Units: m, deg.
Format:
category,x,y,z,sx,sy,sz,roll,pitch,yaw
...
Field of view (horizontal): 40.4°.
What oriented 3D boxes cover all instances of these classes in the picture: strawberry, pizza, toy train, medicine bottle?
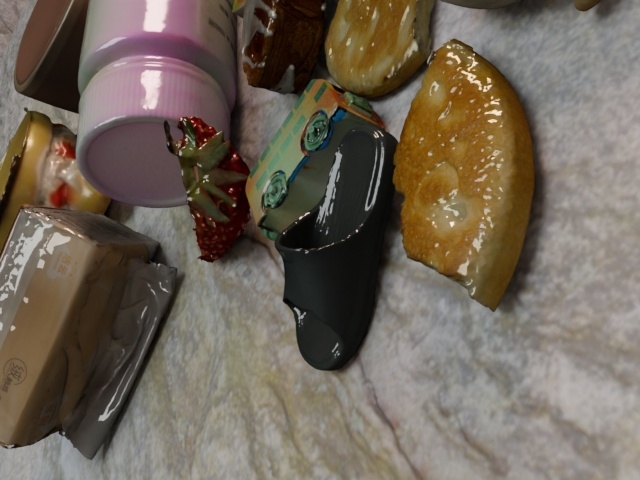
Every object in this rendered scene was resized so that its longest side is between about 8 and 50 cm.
category,x,y,z,sx,sy,sz,roll,pitch,yaw
strawberry,-0.127,-0.064,1.057,0.208,0.087,0.167,124,132,-81
pizza,0.121,-0.060,0.741,0.134,0.056,0.271,-40,42,34
toy train,-0.013,-0.085,0.939,0.188,0.072,0.099,-53,37,24
medicine bottle,-0.223,-0.254,1.218,0.219,0.219,0.388,-38,43,39
pizza,0.072,-0.276,0.961,0.181,0.034,0.262,-6,69,55

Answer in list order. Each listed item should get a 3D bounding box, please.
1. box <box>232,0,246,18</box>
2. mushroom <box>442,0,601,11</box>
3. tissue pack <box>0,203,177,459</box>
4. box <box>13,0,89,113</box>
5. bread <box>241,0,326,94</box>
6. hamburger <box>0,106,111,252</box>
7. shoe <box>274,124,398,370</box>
category,x,y,z,sx,sy,sz,roll,pitch,yaw
box,-0.011,-0.404,1.137,0.260,0.062,0.175,-13,61,52
mushroom,0.171,-0.248,0.752,0.097,0.088,0.212,-43,31,-23
tissue pack,-0.342,0.129,1.215,0.238,0.239,0.305,31,98,58
box,-0.374,-0.358,1.511,0.301,0.216,0.301,-34,46,45
bread,-0.047,-0.259,1.060,0.160,0.073,0.160,-177,90,-73
hamburger,-0.459,-0.088,1.499,0.303,0.186,0.261,-38,40,53
shoe,0.000,0.000,0.837,0.108,0.093,0.241,14,90,58
